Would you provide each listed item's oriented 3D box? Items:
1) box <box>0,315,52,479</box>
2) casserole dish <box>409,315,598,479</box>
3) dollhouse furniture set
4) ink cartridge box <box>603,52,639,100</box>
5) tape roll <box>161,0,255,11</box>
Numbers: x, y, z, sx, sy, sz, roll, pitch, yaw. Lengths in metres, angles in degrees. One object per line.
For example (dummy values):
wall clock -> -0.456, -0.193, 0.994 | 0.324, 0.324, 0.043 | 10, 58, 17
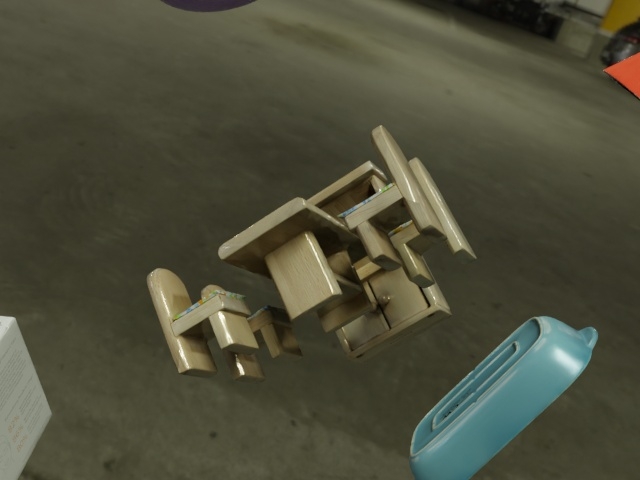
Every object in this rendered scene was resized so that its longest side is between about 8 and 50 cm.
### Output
box -> -0.386, 0.185, 0.902 | 0.091, 0.170, 0.130 | 4, 38, 9
casserole dish -> 0.130, 0.123, 0.621 | 0.037, 0.188, 0.114 | 44, 12, 3
dollhouse furniture set -> 0.000, 0.000, 0.679 | 0.242, 0.212, 0.161 | 28, 33, -62
ink cartridge box -> 0.174, -0.063, 0.325 | 0.063, 0.029, 0.115 | -26, 46, -6
tape roll -> -0.111, -0.340, 0.883 | 0.189, 0.189, 0.080 | -1, 65, -44
